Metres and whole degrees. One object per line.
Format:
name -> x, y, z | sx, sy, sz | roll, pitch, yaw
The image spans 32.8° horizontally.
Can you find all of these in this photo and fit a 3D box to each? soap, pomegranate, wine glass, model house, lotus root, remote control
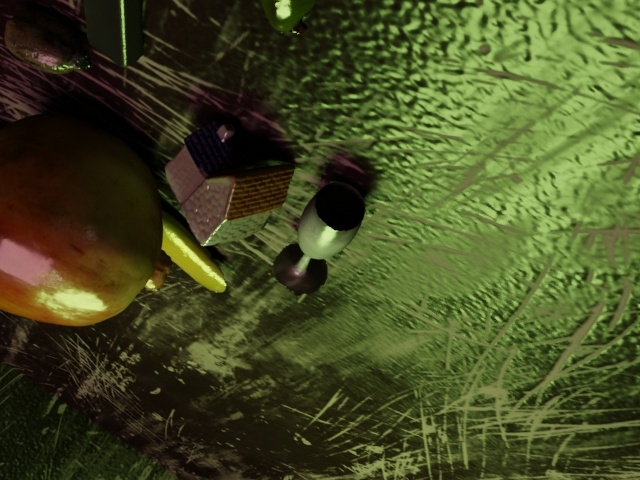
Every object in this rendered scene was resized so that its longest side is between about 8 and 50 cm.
soap -> -0.185, 0.005, 1.400 | 0.089, 0.033, 0.168 | 5, 145, 52
pomegranate -> -0.289, -0.012, 1.261 | 0.270, 0.229, 0.252 | 30, 152, -23
wine glass -> 0.000, 0.000, 1.118 | 0.066, 0.066, 0.198 | 33, 156, -1
model house -> -0.088, -0.065, 1.085 | 0.100, 0.088, 0.100 | -45, 69, 44
lotus root -> -0.270, -0.195, 1.076 | 0.099, 0.054, 0.049 | 27, 178, 16
remote control -> -0.183, -0.230, 0.932 | 0.063, 0.025, 0.245 | 34, 157, 7

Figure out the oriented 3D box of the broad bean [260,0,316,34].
broad bean -> 0.004, -0.198, 0.727 | 0.065, 0.046, 0.254 | 31, 160, -14
